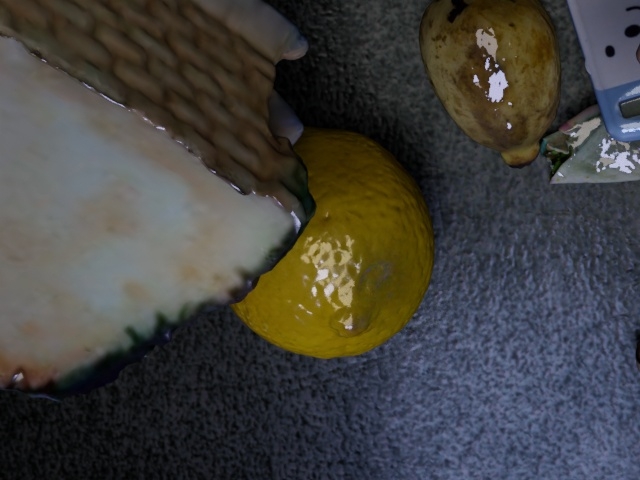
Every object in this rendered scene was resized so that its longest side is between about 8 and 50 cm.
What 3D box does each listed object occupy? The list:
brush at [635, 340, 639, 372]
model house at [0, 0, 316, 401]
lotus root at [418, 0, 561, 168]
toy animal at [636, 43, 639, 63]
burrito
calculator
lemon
[{"bbox_3d":[0.500,0.118,1.711,0.327,0.070,0.065,-11,119,8],"label":"brush"},{"bbox_3d":[-0.243,-0.138,1.575,0.395,0.400,0.445,29,135,-22],"label":"model house"},{"bbox_3d":[0.182,-0.171,1.657,0.138,0.138,0.214,-21,110,11],"label":"lotus root"},{"bbox_3d":[0.412,-0.274,1.508,0.237,0.326,0.269,36,123,-17],"label":"toy animal"},{"bbox_3d":[0.379,-0.112,1.670,0.309,0.066,0.096,-6,103,11],"label":"burrito"},{"bbox_3d":[0.327,-0.194,1.640,0.121,0.039,0.210,-16,75,10],"label":"calculator"},{"bbox_3d":[0.004,0.006,1.649,0.228,0.228,0.253,-50,52,14],"label":"lemon"}]
